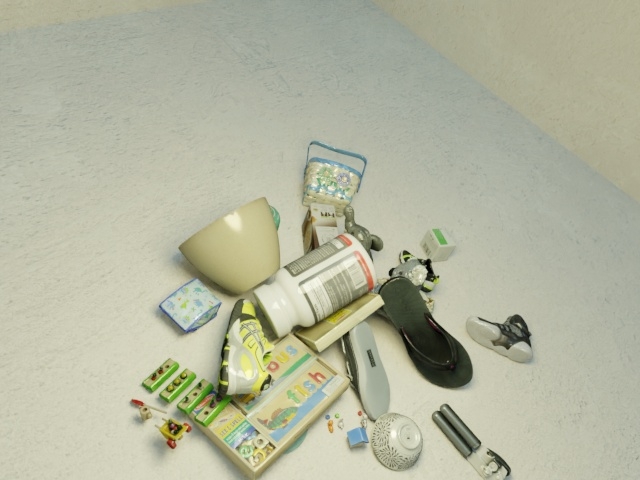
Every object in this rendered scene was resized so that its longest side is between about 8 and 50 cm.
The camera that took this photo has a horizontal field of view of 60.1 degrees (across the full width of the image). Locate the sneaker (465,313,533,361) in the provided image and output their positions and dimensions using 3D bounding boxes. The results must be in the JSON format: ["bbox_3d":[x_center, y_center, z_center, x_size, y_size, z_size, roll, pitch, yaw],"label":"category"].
[{"bbox_3d":[0.662,0.327,2.042,0.268,0.101,0.153,30,46,-1],"label":"sneaker"}]

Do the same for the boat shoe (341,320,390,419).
[{"bbox_3d":[0.130,0.414,1.756,0.113,0.105,0.306,-10,78,-41],"label":"boat shoe"}]

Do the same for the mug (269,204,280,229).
[{"bbox_3d":[-0.227,-0.073,2.055,0.157,0.097,0.129,-11,55,-29],"label":"mug"}]

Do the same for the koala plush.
[{"bbox_3d":[0.292,0.165,1.926,0.203,0.221,0.196,29,5,-2],"label":"koala plush"}]

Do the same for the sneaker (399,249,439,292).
[{"bbox_3d":[0.386,0.100,2.105,0.084,0.097,0.235,20,27,-36],"label":"sneaker"}]

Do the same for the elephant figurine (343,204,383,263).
[{"bbox_3d":[0.140,0.022,2.012,0.186,0.239,0.169,13,47,-10],"label":"elephant figurine"}]

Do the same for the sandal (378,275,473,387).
[{"bbox_3d":[0.342,0.320,1.805,0.446,0.167,0.107,52,3,-8],"label":"sandal"}]

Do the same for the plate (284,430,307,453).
[{"bbox_3d":[-0.125,0.528,1.616,0.188,0.024,0.188,11,48,-12],"label":"plate"}]

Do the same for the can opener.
[{"bbox_3d":[0.465,0.634,1.727,0.280,0.074,0.093,46,16,19],"label":"can opener"}]

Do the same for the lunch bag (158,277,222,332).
[{"bbox_3d":[-0.410,0.212,1.738,0.129,0.096,0.151,39,39,14],"label":"lunch bag"}]

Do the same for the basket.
[{"bbox_3d":[0.054,-0.261,2.255,0.254,0.201,0.289,14,57,-7],"label":"basket"}]

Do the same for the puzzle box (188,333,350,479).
[{"bbox_3d":[-0.142,0.459,1.616,0.272,0.052,0.409,33,46,26],"label":"puzzle box"}]

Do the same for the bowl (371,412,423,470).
[{"bbox_3d":[0.245,0.588,1.643,0.170,0.080,0.170,13,56,-21],"label":"bowl"}]

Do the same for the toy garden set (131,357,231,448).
[{"bbox_3d":[-0.404,0.437,1.522,0.244,0.049,0.204,23,43,25],"label":"toy garden set"}]

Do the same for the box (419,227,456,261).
[{"bbox_3d":[0.475,0.017,2.239,0.087,0.102,0.101,-3,50,-25],"label":"box"}]

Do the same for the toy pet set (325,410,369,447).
[{"bbox_3d":[0.092,0.553,1.646,0.122,0.065,0.114,-1,51,-21],"label":"toy pet set"}]

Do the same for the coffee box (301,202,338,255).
[{"bbox_3d":[0.000,0.000,2.048,0.098,0.141,0.246,6,48,-15],"label":"coffee box"}]

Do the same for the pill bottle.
[{"bbox_3d":[-0.019,0.146,1.773,0.363,0.210,0.210,-29,63,-14],"label":"pill bottle"}]

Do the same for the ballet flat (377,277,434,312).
[{"bbox_3d":[0.317,0.189,2.046,0.241,0.077,0.091,27,45,5],"label":"ballet flat"}]

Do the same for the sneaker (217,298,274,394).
[{"bbox_3d":[-0.216,0.319,1.649,0.147,0.145,0.385,11,30,-10],"label":"sneaker"}]

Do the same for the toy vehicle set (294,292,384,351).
[{"bbox_3d":[0.058,0.253,1.791,0.267,0.166,0.035,-34,106,-20],"label":"toy vehicle set"}]

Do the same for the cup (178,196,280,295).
[{"bbox_3d":[-0.264,0.040,1.828,0.331,0.331,0.237,-32,91,-38],"label":"cup"}]
